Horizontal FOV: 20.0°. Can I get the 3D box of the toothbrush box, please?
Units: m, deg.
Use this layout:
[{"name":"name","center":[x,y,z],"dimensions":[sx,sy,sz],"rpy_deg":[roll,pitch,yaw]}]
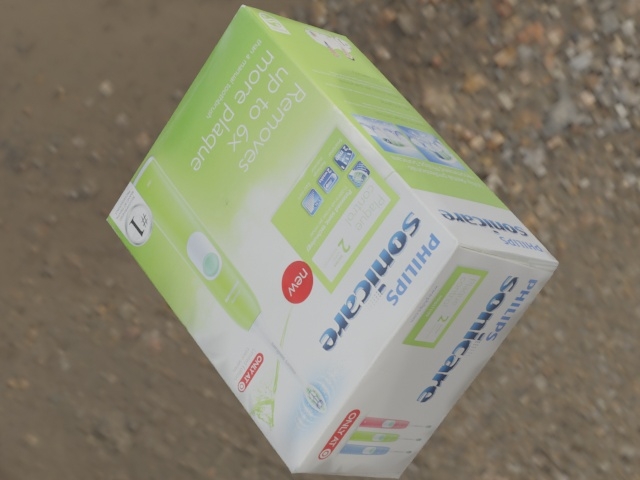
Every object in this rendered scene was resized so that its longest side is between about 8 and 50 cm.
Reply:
[{"name":"toothbrush box","center":[0.000,0.000,1.304],"dimensions":[0.206,0.122,0.283],"rpy_deg":[-55,53,21]}]
